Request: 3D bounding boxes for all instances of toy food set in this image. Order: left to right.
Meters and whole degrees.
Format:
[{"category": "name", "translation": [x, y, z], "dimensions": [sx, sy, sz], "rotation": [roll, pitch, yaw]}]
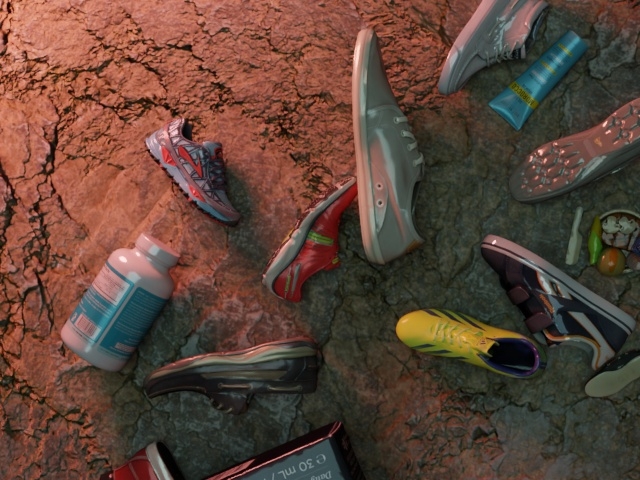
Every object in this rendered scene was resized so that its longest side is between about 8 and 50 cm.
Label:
[{"category": "toy food set", "translation": [0.568, 0.004, 1.829], "dimensions": [0.192, 0.038, 0.132], "rotation": [9, 87, 10]}]

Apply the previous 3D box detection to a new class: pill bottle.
[{"category": "pill bottle", "translation": [-0.388, 0.118, 1.930], "dimensions": [0.146, 0.146, 0.264], "rotation": [35, 92, 11]}]

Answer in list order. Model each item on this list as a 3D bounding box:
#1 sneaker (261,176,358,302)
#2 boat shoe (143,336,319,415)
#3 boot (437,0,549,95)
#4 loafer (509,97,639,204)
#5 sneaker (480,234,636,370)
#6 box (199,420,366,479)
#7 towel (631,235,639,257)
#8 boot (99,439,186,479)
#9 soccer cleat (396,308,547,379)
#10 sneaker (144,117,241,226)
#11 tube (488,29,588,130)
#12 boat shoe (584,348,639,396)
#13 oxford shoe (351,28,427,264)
[{"category": "sneaker", "translation": [0.000, 0.000, 1.913], "dimensions": [0.118, 0.107, 0.279], "rotation": [36, 95, -8]}, {"category": "boat shoe", "translation": [-0.173, 0.278, 1.888], "dimensions": [0.355, 0.132, 0.130], "rotation": [-12, 83, 10]}, {"category": "boot", "translation": [0.337, -0.375, 1.870], "dimensions": [0.123, 0.095, 0.258], "rotation": [31, 90, 18]}, {"category": "loafer", "translation": [0.508, -0.155, 1.819], "dimensions": [0.319, 0.111, 0.112], "rotation": [-27, 64, 24]}, {"category": "sneaker", "translation": [0.418, 0.117, 1.802], "dimensions": [0.321, 0.126, 0.127], "rotation": [34, 86, 9]}, {"category": "box", "translation": [-0.092, 0.632, 1.685], "dimensions": [0.479, 0.297, 0.472], "rotation": [-24, 84, 1]}, {"category": "towel", "translation": [0.638, 0.030, 1.801], "dimensions": [0.119, 0.029, 0.067], "rotation": [41, 78, -10]}, {"category": "boot", "translation": [-0.335, 0.545, 1.920], "dimensions": [0.176, 0.088, 0.244], "rotation": [-34, 74, 7]}, {"category": "soccer cleat", "translation": [0.283, 0.189, 1.821], "dimensions": [0.289, 0.121, 0.093], "rotation": [15, 88, 11]}, {"category": "sneaker", "translation": [-0.237, -0.143, 1.948], "dimensions": [0.125, 0.104, 0.262], "rotation": [-42, 80, 2]}, {"category": "tube", "translation": [0.426, -0.314, 1.880], "dimensions": [0.207, 0.052, 0.080], "rotation": [-47, 70, 10]}, {"category": "boat shoe", "translation": [0.553, 0.249, 1.813], "dimensions": [0.133, 0.042, 0.049], "rotation": [-32, 106, 7]}, {"category": "oxford shoe", "translation": [0.132, -0.180, 1.859], "dimensions": [0.130, 0.169, 0.449], "rotation": [-6, 92, 12]}]
